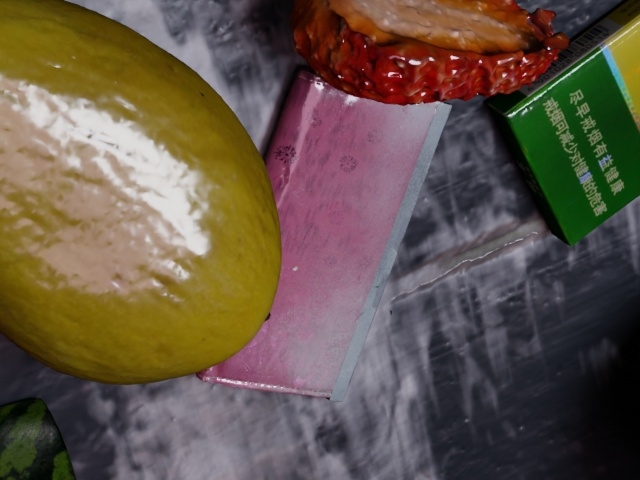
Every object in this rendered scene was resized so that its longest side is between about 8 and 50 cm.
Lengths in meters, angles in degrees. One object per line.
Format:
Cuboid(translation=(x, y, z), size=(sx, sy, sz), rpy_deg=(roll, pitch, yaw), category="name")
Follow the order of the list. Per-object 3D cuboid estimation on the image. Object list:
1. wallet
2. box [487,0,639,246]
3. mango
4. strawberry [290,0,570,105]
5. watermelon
Cuboid(translation=(0.000, 0.000, 1.205), size=(0.119, 0.025, 0.232), rpy_deg=(10, 108, -30), category="wallet")
Cuboid(translation=(0.242, -0.113, 1.267), size=(0.235, 0.034, 0.132), rpy_deg=(-37, 123, -7), category="box")
Cuboid(translation=(-0.150, -0.039, 1.043), size=(0.195, 0.142, 0.331), rpy_deg=(-48, 124, -6), category="mango")
Cuboid(translation=(0.066, -0.120, 1.126), size=(0.188, 0.121, 0.082), rpy_deg=(7, 129, -28), category="strawberry")
Cuboid(translation=(-0.200, 0.187, 1.160), size=(0.125, 0.135, 0.094), rpy_deg=(-38, 161, -9), category="watermelon")
